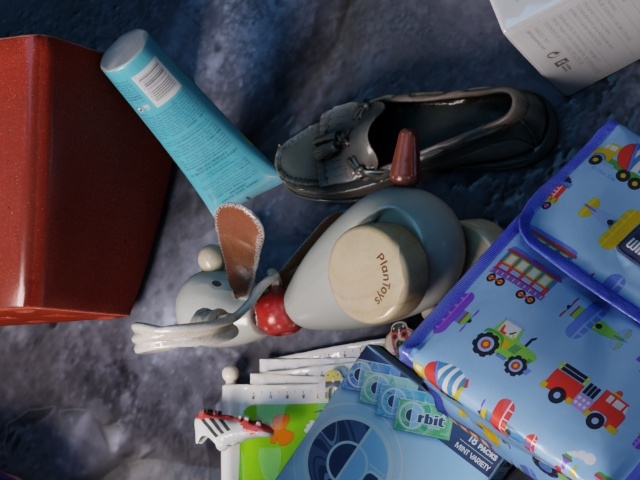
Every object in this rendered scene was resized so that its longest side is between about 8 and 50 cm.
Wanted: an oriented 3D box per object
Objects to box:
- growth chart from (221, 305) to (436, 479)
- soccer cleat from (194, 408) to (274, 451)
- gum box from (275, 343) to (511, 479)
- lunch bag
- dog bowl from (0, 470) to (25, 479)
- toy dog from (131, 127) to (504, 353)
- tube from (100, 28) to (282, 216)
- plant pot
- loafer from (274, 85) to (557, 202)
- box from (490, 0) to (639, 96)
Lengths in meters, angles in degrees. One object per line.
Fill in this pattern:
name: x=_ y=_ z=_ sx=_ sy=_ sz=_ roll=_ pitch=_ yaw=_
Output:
growth chart: x=0.010 y=0.165 z=1.658 sx=0.237 sy=0.021 sz=0.172 roll=-16 pitch=70 yaw=21
soccer cleat: x=-0.078 y=0.173 z=1.671 sx=0.083 sy=0.029 sz=0.036 roll=7 pitch=89 yaw=30
gum box: x=0.054 y=0.208 z=1.591 sx=0.157 sy=0.041 sz=0.184 roll=38 pitch=98 yaw=22
lunch bag: x=0.246 y=0.056 z=1.459 sx=0.221 sy=0.138 sz=0.293 roll=33 pitch=78 yaw=31
dog bowl: x=-0.354 y=0.337 z=1.730 sx=0.264 sy=0.104 sz=0.265 roll=-7 pitch=73 yaw=23
toy dog: x=0.000 y=0.000 z=1.609 sx=0.333 sy=0.220 sz=0.161 roll=-8 pitch=85 yaw=20
tube: x=-0.119 y=-0.104 z=1.704 sx=0.080 sy=0.207 sz=0.052 roll=-27 pitch=35 yaw=19
plant pot: x=-0.299 y=-0.041 z=1.742 sx=0.267 sy=0.267 sz=0.236 roll=-4 pitch=84 yaw=24
loafer: x=0.073 y=-0.099 z=1.668 sx=0.267 sy=0.084 sz=0.096 roll=-10 pitch=71 yaw=22
box: x=0.295 y=-0.312 z=1.580 sx=0.345 sy=0.168 sz=0.215 roll=-27 pitch=65 yaw=16
